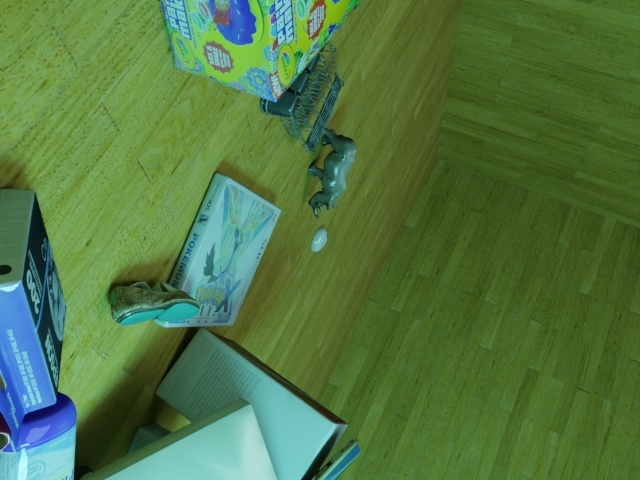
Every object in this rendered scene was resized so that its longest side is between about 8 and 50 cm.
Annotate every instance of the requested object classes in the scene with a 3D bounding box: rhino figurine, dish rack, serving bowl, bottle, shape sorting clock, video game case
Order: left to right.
[{"bbox_3d":[-0.399,0.350,0.799,0.118,0.092,0.283,-15,116,-63],"label":"bottle"},{"bbox_3d":[-0.198,0.037,1.225,0.300,0.036,0.329,-68,164,-2],"label":"video game case"},{"bbox_3d":[-0.026,-0.315,1.267,0.208,0.074,0.271,-65,166,-6],"label":"dish rack"},{"bbox_3d":[0.000,0.000,1.847,0.083,0.027,0.083,-57,161,-32],"label":"serving bowl"},{"bbox_3d":[0.003,0.475,1.175,0.206,0.040,0.206,-39,159,-18],"label":"shape sorting clock"},{"bbox_3d":[0.024,-0.170,1.551,0.073,0.106,0.243,-29,138,-65],"label":"rhino figurine"}]

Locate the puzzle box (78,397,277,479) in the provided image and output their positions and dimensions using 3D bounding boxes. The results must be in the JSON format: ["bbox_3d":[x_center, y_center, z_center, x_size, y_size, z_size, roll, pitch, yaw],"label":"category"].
[{"bbox_3d":[-0.262,0.476,0.980,0.409,0.052,0.272,-21,101,-27],"label":"puzzle box"}]

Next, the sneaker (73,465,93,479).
[{"bbox_3d":[-0.407,0.536,1.003,0.270,0.145,0.090,-68,165,0],"label":"sneaker"}]

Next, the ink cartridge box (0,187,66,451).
[{"bbox_3d":[-0.324,0.085,0.645,0.208,0.045,0.206,-108,-160,-46],"label":"ink cartridge box"}]

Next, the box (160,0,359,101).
[{"bbox_3d":[-0.075,-0.402,0.787,0.279,0.177,0.290,-57,161,-31],"label":"box"}]

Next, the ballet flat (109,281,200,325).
[{"bbox_3d":[-0.274,0.099,0.987,0.073,0.067,0.206,-32,165,13],"label":"ballet flat"}]

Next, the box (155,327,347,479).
[{"bbox_3d":[-0.138,0.361,1.253,0.168,0.345,0.215,-55,163,-9],"label":"box"}]

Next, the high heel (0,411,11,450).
[{"bbox_3d":[-0.432,0.217,0.421,0.377,0.181,0.127,-51,157,-47],"label":"high heel"}]

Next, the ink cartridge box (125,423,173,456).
[{"bbox_3d":[-0.298,0.486,1.187,0.148,0.203,0.086,-66,164,-5],"label":"ink cartridge box"}]
